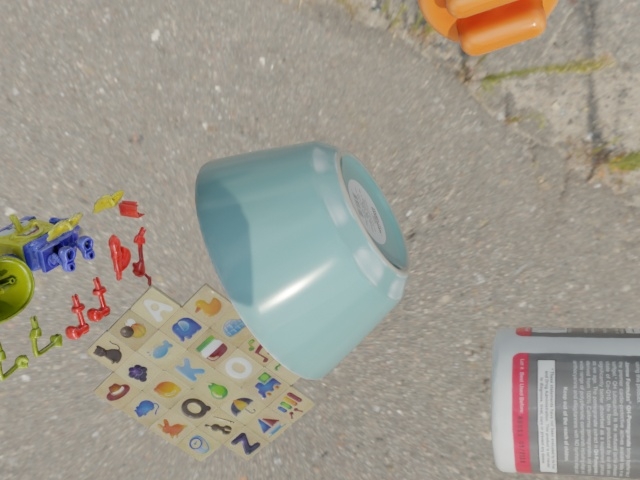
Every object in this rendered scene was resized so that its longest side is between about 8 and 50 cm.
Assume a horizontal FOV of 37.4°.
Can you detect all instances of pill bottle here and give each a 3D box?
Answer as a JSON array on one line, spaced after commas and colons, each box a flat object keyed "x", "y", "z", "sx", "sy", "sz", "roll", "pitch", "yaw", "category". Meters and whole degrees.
[{"x": 0.366, "y": 0.191, "z": 1.115, "sx": 0.318, "sy": 0.176, "sz": 0.177, "roll": 0, "pitch": 84, "yaw": 15, "category": "pill bottle"}]

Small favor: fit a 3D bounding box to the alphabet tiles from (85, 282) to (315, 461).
[{"x": -0.190, "y": 0.221, "z": 1.530, "sx": 0.342, "sy": 0.011, "sz": 0.285, "roll": 39, "pitch": 113, "yaw": -21, "category": "alphabet tiles"}]

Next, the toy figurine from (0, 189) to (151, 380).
[{"x": -0.469, "y": 0.050, "z": 1.507, "sx": 0.217, "sy": 0.362, "sz": 0.191, "roll": 8, "pitch": 121, "yaw": 33, "category": "toy figurine"}]

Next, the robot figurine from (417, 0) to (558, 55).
[{"x": 0.141, "y": -0.260, "z": 0.828, "sx": 0.158, "sy": 0.128, "sz": 0.220, "roll": 19, "pitch": 45, "yaw": -22, "category": "robot figurine"}]

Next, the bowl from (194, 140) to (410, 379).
[{"x": 0.000, "y": 0.000, "z": 1.179, "sx": 0.163, "sy": 0.311, "sz": 0.312, "roll": -28, "pitch": 87, "yaw": 19, "category": "bowl"}]
